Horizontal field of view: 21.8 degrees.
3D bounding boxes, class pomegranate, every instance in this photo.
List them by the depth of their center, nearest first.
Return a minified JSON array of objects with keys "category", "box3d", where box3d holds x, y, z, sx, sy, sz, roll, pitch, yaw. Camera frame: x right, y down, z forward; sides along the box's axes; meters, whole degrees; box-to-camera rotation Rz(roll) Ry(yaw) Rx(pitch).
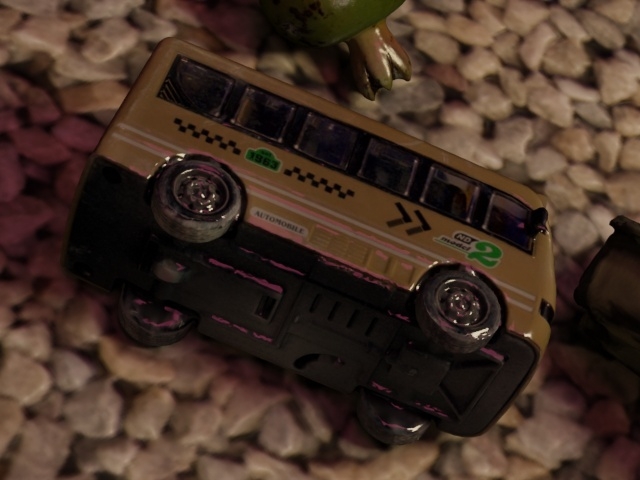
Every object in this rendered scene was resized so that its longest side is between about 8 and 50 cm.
[{"category":"pomegranate","box3d":[0.019,-0.168,1.144,0.114,0.114,0.142,-36,102,-32]}]

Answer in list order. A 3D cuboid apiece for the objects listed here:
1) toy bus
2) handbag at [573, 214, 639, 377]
[{"category":"toy bus","box3d":[0.000,0.000,1.018,0.289,0.139,0.157,22,52,-2]},{"category":"handbag","box3d":[0.387,0.047,1.082,0.327,0.163,0.325,36,50,28]}]
